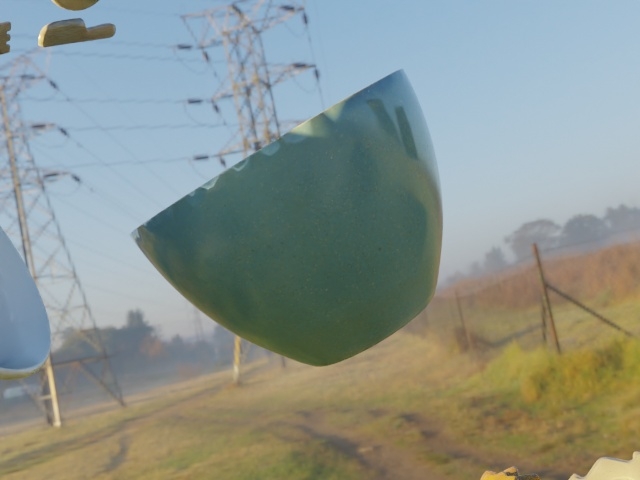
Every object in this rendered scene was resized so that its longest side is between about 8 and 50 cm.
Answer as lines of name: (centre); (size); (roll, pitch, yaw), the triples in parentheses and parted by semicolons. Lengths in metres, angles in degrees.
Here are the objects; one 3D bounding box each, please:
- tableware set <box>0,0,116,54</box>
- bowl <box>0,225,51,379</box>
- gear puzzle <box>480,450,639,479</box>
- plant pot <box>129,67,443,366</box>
tableware set: (-0.184, -0.179, 0.504); (0.039, 0.128, 0.194); (22, 25, 15)
bowl: (-0.350, 0.017, 0.638); (0.134, 0.298, 0.298); (-37, -7, 0)
gear puzzle: (0.244, 0.219, 0.669); (0.175, 0.044, 0.339); (-39, 23, -34)
plant pot: (0.000, 0.000, 0.794); (0.290, 0.195, 0.290); (-31, 5, 3)
